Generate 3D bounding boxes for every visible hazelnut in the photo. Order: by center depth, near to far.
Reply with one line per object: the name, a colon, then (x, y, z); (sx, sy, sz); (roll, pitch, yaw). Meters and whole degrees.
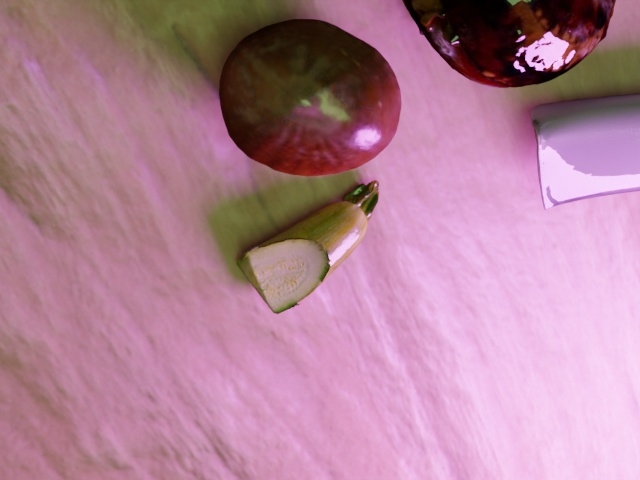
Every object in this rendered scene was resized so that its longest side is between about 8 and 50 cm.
hazelnut: (-0.012, -0.160, 1.667); (0.214, 0.214, 0.176); (4, 95, -12)

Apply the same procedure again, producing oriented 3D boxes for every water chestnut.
water chestnut: (0.192, -0.307, 1.651); (0.300, 0.300, 0.300); (-3, 109, -10)

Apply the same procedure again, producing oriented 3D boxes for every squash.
squash: (-0.001, 0.001, 1.790); (0.200, 0.075, 0.090); (-38, 85, 2)

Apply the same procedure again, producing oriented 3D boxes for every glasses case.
glasses case: (0.399, -0.119, 1.826); (0.308, 0.083, 0.128); (-6, 115, -9)
